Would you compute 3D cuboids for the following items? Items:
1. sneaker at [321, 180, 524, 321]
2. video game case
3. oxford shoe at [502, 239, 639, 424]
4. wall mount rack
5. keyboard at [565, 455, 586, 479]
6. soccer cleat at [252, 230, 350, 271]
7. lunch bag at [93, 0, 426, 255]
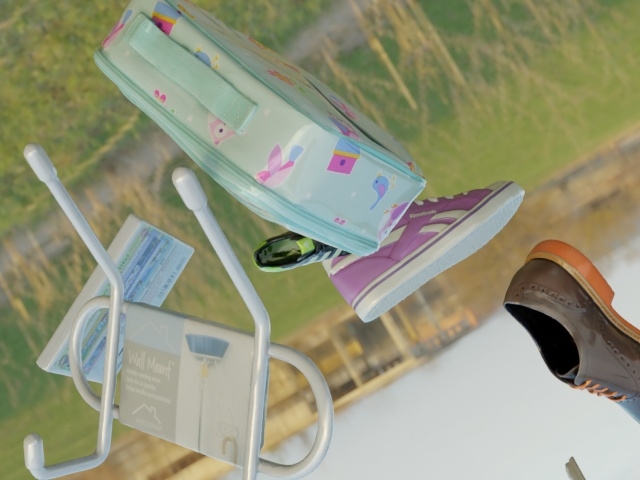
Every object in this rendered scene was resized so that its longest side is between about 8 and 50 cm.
[{"bbox_3d":[0.123,-0.034,1.784,0.282,0.161,0.102,-31,160,-16],"label":"sneaker"},{"bbox_3d":[-0.250,0.077,1.691,0.212,0.023,0.193,-58,162,-2],"label":"video game case"},{"bbox_3d":[0.283,0.130,1.365,0.098,0.271,0.097,-46,-175,-32],"label":"oxford shoe"},{"bbox_3d":[-0.148,0.078,1.157,0.350,0.304,0.130,11,-170,42],"label":"wall mount rack"},{"bbox_3d":[0.264,0.288,1.197,0.014,0.072,0.256,-20,-155,0],"label":"keyboard"},{"bbox_3d":[0.000,0.000,1.680,0.179,0.060,0.072,-21,-178,7],"label":"soccer cleat"},{"bbox_3d":[-0.061,-0.107,1.175,0.224,0.279,0.108,19,107,-55],"label":"lunch bag"}]
